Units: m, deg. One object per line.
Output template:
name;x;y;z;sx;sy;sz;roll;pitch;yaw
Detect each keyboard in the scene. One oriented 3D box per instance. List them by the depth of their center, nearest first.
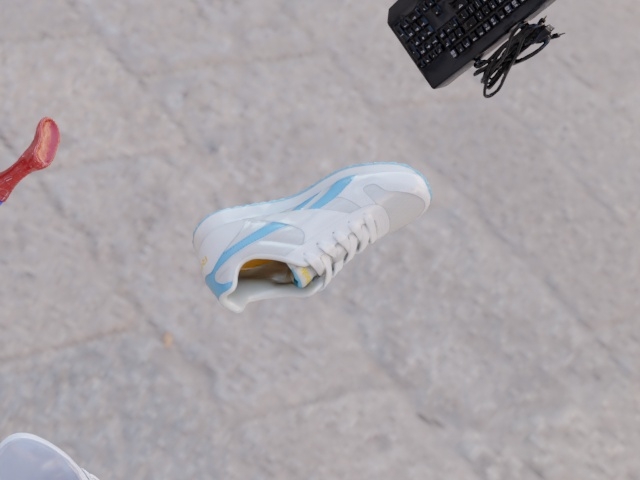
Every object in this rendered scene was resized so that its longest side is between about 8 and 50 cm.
keyboard;0.119;-0.163;1.087;0.100;0.192;0.038;51;51;-1

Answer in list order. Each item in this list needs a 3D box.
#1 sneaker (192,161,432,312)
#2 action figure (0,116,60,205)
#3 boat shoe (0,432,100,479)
sneaker;0.000;0.000;1.448;0.229;0.087;0.092;-20;49;-1
action figure;-0.309;-0.051;1.223;0.091;0.280;0.139;29;43;-30
boat shoe;-0.290;0.314;1.811;0.258;0.095;0.084;55;-3;-24
